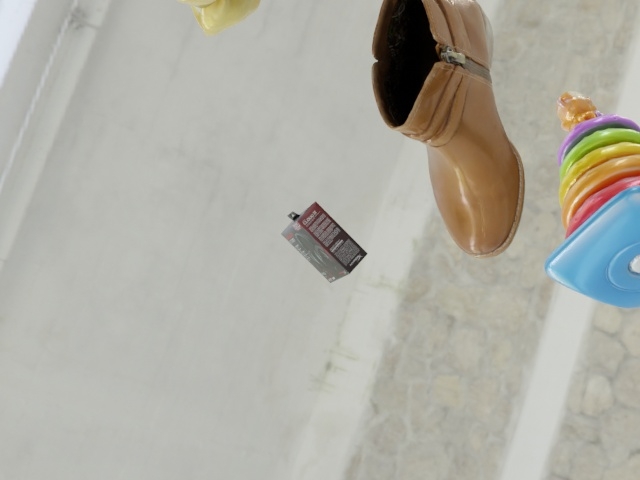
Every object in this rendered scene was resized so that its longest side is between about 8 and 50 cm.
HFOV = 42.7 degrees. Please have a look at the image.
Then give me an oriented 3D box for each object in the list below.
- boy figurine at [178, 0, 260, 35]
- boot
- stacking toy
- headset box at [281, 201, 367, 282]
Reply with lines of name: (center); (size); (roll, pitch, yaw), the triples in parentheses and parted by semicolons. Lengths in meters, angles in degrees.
boy figurine: (-0.158, -0.302, 0.824); (0.092, 0.177, 0.285); (-33, -22, 14)
boot: (0.128, -0.110, 0.804); (0.220, 0.109, 0.283); (-17, -72, -64)
stacking toy: (0.348, -0.084, 0.991); (0.166, 0.175, 0.302); (-51, 31, 38)
headset box: (0.000, 0.000, 0.833); (0.032, 0.083, 0.062); (-48, 6, -21)
